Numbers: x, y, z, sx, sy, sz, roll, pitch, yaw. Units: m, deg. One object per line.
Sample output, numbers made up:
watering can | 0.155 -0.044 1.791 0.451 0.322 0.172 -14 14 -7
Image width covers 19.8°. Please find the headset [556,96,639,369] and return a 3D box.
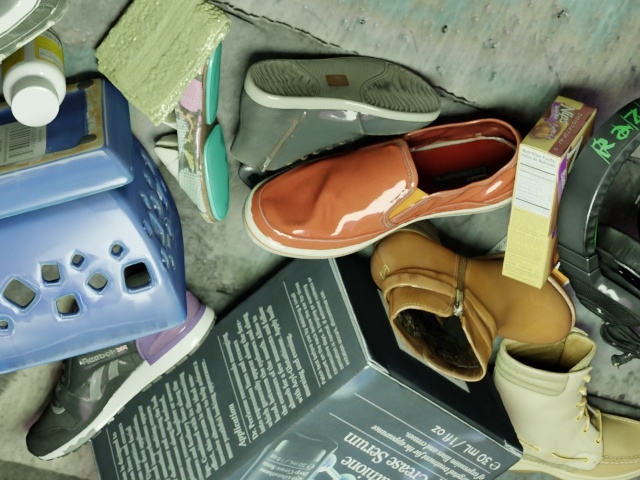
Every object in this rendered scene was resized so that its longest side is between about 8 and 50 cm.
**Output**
headset | 0.367 0.003 2.103 0.243 0.185 0.394 -35 130 -22

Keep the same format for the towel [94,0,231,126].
towel | -0.164 -0.204 1.895 0.148 0.110 0.027 -51 163 25

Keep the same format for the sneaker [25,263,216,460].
sneaker | -0.261 0.133 2.134 0.283 0.107 0.124 -41 107 16

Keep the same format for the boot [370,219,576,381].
boot | 0.181 0.083 2.063 0.283 0.220 0.109 34 112 -20

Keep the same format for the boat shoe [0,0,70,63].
boat shoe | -0.345 -0.201 1.847 0.219 0.077 0.070 -23 146 33

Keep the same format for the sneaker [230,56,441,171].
sneaker | 0.013 -0.133 1.997 0.222 0.083 0.118 5 139 -16

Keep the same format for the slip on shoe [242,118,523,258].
slip on shoe | 0.074 -0.066 2.007 0.331 0.123 0.101 -13 153 -10

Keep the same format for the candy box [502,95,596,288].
candy box | 0.254 -0.053 2.034 0.053 0.109 0.186 22 133 19

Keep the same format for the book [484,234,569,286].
book | 0.246 0.032 2.182 0.096 0.035 0.144 36 112 -27

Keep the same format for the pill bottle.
pill bottle | -0.293 -0.168 1.876 0.065 0.116 0.065 -5 127 -7

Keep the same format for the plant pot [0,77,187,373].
plant pot | -0.278 -0.027 1.917 0.236 0.236 0.212 -14 122 0

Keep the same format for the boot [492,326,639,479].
boot | 0.321 0.201 2.270 0.262 0.095 0.203 8 133 -9

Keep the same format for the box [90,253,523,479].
box | -0.022 0.237 2.144 0.395 0.212 0.293 -40 133 20

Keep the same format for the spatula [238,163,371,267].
spatula | 0.000 0.000 2.110 0.084 0.030 0.296 -34 125 17

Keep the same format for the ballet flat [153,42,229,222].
ballet flat | -0.142 -0.124 1.973 0.079 0.077 0.221 6 121 13
